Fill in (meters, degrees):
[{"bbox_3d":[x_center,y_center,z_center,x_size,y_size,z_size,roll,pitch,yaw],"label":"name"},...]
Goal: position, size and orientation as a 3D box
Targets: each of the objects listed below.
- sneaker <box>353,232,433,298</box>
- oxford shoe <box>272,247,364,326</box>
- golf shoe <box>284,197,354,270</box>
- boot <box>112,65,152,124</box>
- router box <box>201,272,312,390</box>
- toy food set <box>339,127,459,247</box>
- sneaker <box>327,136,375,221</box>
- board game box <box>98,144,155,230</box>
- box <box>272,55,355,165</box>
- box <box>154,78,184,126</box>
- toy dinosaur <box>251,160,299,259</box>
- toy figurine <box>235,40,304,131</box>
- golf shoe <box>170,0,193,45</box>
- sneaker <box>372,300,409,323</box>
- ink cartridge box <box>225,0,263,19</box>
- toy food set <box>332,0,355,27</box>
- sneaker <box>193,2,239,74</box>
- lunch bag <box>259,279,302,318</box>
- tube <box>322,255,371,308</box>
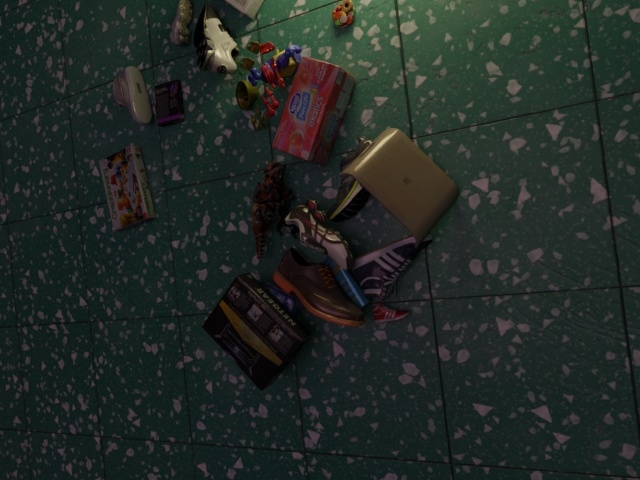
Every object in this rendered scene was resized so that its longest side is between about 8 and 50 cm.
[{"bbox_3d":[0.234,0.086,1.438,0.282,0.099,0.153,-25,76,30],"label":"sneaker"},{"bbox_3d":[0.000,0.149,1.514,0.363,0.130,0.133,31,108,26],"label":"oxford shoe"},{"bbox_3d":[0.000,0.000,1.488,0.120,0.105,0.273,-32,72,-15],"label":"golf shoe"},{"bbox_3d":[-0.761,-0.561,1.890,0.123,0.095,0.259,-23,73,29],"label":"boot"},{"bbox_3d":[-0.217,0.299,1.562,0.309,0.081,0.243,43,109,15],"label":"router box"},{"bbox_3d":[0.234,-0.157,1.368,0.306,0.092,0.220,44,68,0],"label":"toy food set"},{"bbox_3d":[0.105,-0.194,1.500,0.121,0.111,0.300,37,98,26],"label":"sneaker"},{"bbox_3d":[-0.791,-0.211,1.921,0.192,0.053,0.306,-17,84,24],"label":"board game box"},{"bbox_3d":[-0.018,-0.411,1.516,0.142,0.154,0.300,24,102,22],"label":"box"},{"bbox_3d":[-0.591,-0.536,1.839,0.115,0.029,0.162,-6,90,23],"label":"box"},{"bbox_3d":[-0.158,-0.100,1.614,0.218,0.164,0.322,20,118,37],"label":"toy dinosaur"},{"bbox_3d":[-0.134,-0.544,1.583,0.191,0.217,0.362,57,155,-2],"label":"toy figurine"},{"bbox_3d":[-0.538,-0.837,1.790,0.085,0.069,0.177,12,95,30],"label":"golf shoe"},{"bbox_3d":[0.217,0.220,1.481,0.118,0.042,0.067,-17,87,26],"label":"sneaker"},{"bbox_3d":[-0.286,-0.966,1.676,0.275,0.060,0.239,41,105,19],"label":"ink cartridge box"},{"bbox_3d":[0.076,-0.739,1.538,0.083,0.020,0.083,-18,84,23],"label":"toy food set"},{"bbox_3d":[-0.372,-0.716,1.702,0.122,0.146,0.331,-43,49,45],"label":"sneaker"},{"bbox_3d":[-0.169,0.260,1.633,0.176,0.090,0.219,27,103,19],"label":"lunch bag"},{"bbox_3d":[0.084,0.130,1.535,0.207,0.052,0.080,53,135,16],"label":"tube"}]
